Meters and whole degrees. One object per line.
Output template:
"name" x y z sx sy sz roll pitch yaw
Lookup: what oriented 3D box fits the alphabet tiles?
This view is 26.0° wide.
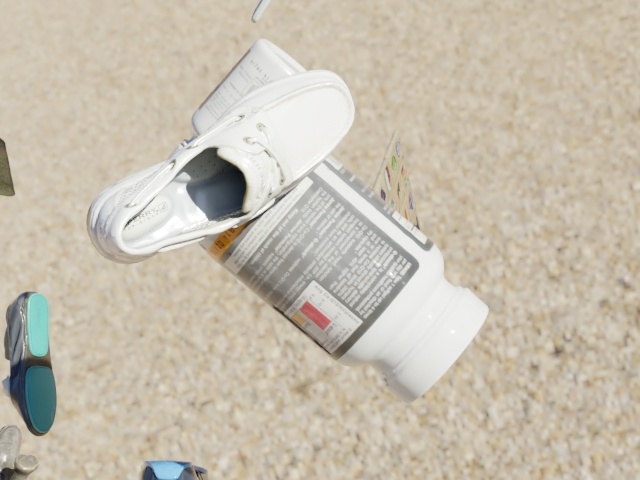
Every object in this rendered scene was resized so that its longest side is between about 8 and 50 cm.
"alphabet tiles" 0.103 0.008 1.753 0.009 0.237 0.198 -5 30 17

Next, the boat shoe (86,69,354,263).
"boat shoe" -0.072 -0.060 1.234 0.277 0.098 0.096 -35 18 -15

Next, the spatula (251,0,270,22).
"spatula" 0.002 -0.330 1.330 0.242 0.019 0.168 -55 17 32

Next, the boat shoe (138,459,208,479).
"boat shoe" -0.202 0.334 1.799 0.109 0.089 0.258 0 -12 5

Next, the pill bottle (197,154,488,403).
"pill bottle" 0.024 0.028 1.413 0.162 0.278 0.162 -49 1 1

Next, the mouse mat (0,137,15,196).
"mouse mat" -0.484 -0.108 1.832 0.153 0.189 0.007 11 66 -3

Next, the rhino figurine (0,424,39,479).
"rhino figurine" -0.329 0.264 1.395 0.073 0.106 0.243 18 21 -16

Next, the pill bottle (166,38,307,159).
"pill bottle" -0.112 -0.167 2.009 0.229 0.131 0.131 -48 19 11

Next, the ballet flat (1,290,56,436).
"ballet flat" -0.406 0.172 1.915 0.074 0.203 0.074 -5 -13 -1
